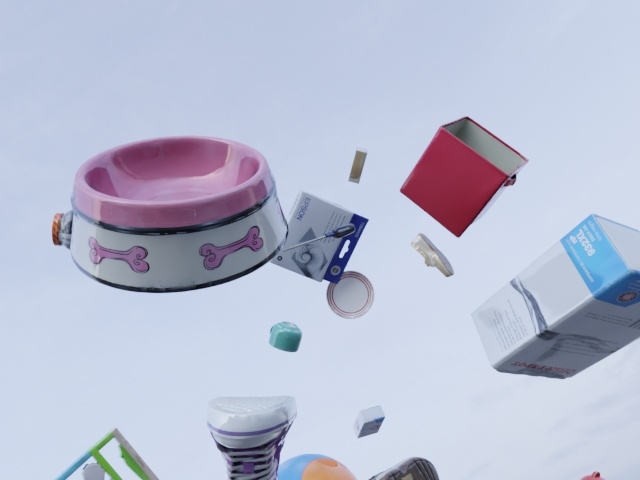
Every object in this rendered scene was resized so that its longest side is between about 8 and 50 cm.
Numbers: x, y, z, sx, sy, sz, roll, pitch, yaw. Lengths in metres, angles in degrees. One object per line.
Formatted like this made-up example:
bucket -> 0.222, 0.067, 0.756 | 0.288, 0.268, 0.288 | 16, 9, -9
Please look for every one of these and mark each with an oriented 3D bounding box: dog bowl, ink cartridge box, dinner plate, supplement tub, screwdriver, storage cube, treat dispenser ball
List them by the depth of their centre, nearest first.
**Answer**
ink cartridge box -> 0.467, 0.118, 0.874 | 0.223, 0.128, 0.307 | 13, -46, -25
dog bowl -> -0.266, -0.077, 0.918 | 0.409, 0.408, 0.150 | -8, -59, -17
screwdriver -> -0.002, -0.007, 0.947 | 0.170, 0.024, 0.025 | -13, -78, -32
storage cube -> 0.341, -0.157, 1.160 | 0.184, 0.215, 0.193 | -30, -25, -50
treat dispenser ball -> -0.023, 0.696, 1.225 | 0.289, 0.288, 0.288 | -13, -43, -12
supplement tub -> -0.622, -0.026, 1.329 | 0.191, 0.116, 0.116 | 2, -48, -16
ink cartridge box -> 0.000, 0.000, 1.349 | 0.224, 0.045, 0.223 | 21, -80, -17
dinner plate -> 0.087, 0.158, 1.409 | 0.141, 0.141, 0.017 | -27, -13, 4
ink cartridge box -> 0.177, 0.665, 1.770 | 0.089, 0.052, 0.122 | -7, -44, -20

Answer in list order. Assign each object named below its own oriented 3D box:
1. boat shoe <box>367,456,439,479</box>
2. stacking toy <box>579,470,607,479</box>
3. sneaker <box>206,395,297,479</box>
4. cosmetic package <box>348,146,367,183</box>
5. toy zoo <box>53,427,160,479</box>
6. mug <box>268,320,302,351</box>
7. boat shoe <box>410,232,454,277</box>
boat shoe -> 0.184, 0.569, 1.136 | 0.095, 0.095, 0.258 | -34, -35, 29
stacking toy -> 0.794, 0.763, 1.251 | 0.130, 0.280, 0.308 | -44, -54, -22
sneaker -> -0.081, 0.275, 0.602 | 0.102, 0.160, 0.282 | 1, -19, -1
cosmetic package -> 0.130, -0.262, 1.682 | 0.041, 0.060, 0.115 | 14, -68, 1
toy zoo -> -0.495, 0.571, 1.010 | 0.030, 0.192, 0.293 | -27, 11, 50
mug -> -0.153, 0.390, 2.014 | 0.129, 0.158, 0.097 | 3, -75, -72
boat shoe -> 0.354, 0.055, 1.540 | 0.059, 0.170, 0.063 | -46, -19, 27
